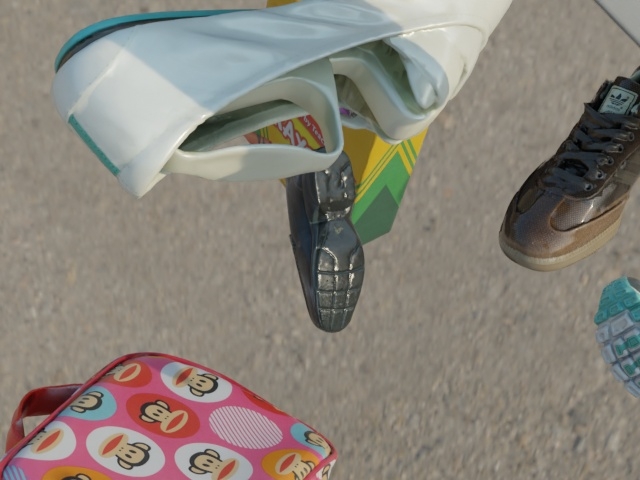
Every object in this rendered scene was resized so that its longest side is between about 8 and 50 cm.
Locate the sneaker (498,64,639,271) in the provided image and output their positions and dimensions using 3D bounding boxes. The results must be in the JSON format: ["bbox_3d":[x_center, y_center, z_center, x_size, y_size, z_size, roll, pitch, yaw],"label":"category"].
[{"bbox_3d":[0.168,-0.061,0.884,0.066,0.071,0.188,26,55,34],"label":"sneaker"}]

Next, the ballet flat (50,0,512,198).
[{"bbox_3d":[0.005,-0.115,1.056,0.400,0.139,0.139,-18,57,-30],"label":"ballet flat"}]

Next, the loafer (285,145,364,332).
[{"bbox_3d":[0.000,0.000,1.363,0.062,0.061,0.170,1,88,-38],"label":"loafer"}]

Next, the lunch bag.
[{"bbox_3d":[-0.144,0.201,1.214,0.258,0.120,0.293,26,25,12],"label":"lunch bag"}]

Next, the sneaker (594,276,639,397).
[{"bbox_3d":[0.250,0.084,1.001,0.166,0.065,0.076,52,50,-12],"label":"sneaker"}]

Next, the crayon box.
[{"bbox_3d":[0.019,-0.155,1.560,0.081,0.318,0.202,-26,63,-26],"label":"crayon box"}]

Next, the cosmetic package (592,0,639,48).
[{"bbox_3d":[0.216,-0.137,0.766,0.238,0.127,0.107,39,17,-20],"label":"cosmetic package"}]
